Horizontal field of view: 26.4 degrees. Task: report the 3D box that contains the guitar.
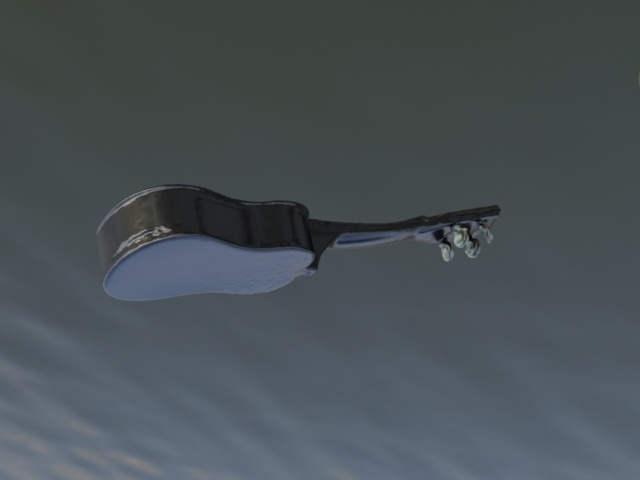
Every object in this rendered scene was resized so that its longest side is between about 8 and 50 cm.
[{"bbox_3d":[0.001,0.002,0.796,0.271,0.038,0.084,-1,155,-33],"label":"guitar"}]
